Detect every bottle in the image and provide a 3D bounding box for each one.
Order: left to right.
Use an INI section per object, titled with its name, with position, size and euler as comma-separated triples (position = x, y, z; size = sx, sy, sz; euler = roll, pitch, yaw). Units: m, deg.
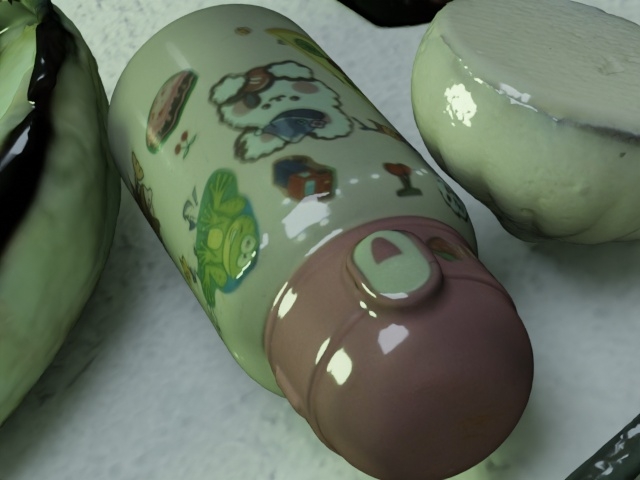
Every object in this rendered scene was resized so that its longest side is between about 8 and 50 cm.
[bottle]
position = 0.000, 0.000, 0.638
size = 0.120, 0.120, 0.253
euler = -36, 42, -3

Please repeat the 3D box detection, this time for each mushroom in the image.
[mushroom]
position = -0.219, 0.029, 0.748
size = 0.247, 0.130, 0.344
euler = -1, 48, 51

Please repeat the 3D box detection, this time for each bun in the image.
[bun]
position = 0.100, -0.041, 0.634
size = 0.138, 0.094, 0.138
euler = 14, 31, -8

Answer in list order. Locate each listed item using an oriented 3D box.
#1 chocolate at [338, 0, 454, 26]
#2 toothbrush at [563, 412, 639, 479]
[chocolate]
position = 0.050, -0.257, 0.805
size = 0.206, 0.177, 0.224
euler = -40, 44, -8
[toothbrush]
position = 0.100, 0.096, 0.556
size = 0.297, 0.030, 0.030
euler = -39, 52, -7
